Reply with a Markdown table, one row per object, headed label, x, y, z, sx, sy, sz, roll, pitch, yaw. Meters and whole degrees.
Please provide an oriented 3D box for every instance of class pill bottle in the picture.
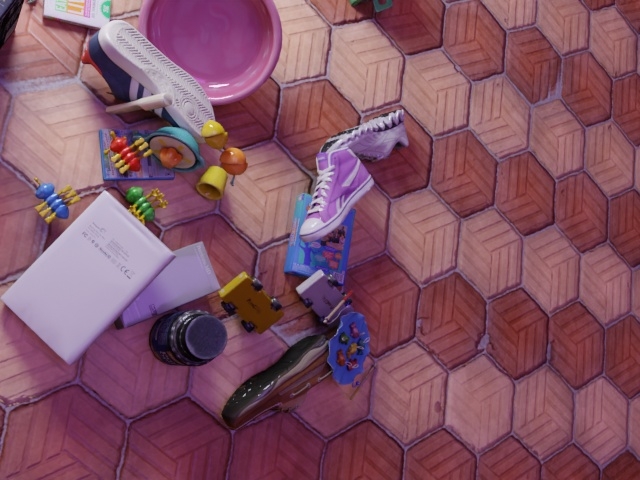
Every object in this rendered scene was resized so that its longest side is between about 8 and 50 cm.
| label | x | y | z | sx | sy | sz | roll | pitch | yaw |
| --- | --- | --- | --- | --- | --- | --- | --- | --- | --- |
| pill bottle | -0.287 | 0.213 | 1.566 | 0.123 | 0.219 | 0.122 | 5 | 80 | -28 |

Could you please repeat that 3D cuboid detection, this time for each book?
| label | x | y | z | sx | sy | sz | roll | pitch | yaw |
| --- | --- | --- | --- | --- | --- | --- | --- | --- | --- |
| book | -0.560 | -0.543 | 1.650 | 0.144 | 0.035 | 0.096 | 5 | 83 | -30 |

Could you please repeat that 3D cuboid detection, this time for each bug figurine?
| label | x | y | z | sx | sy | sz | roll | pitch | yaw |
| --- | --- | --- | --- | --- | --- | --- | --- | --- | --- |
| bug figurine | -0.480 | -0.099 | 1.585 | 0.279 | 0.072 | 0.216 | -38 | 108 | -23 |

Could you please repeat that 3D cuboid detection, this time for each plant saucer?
| label | x | y | z | sx | sy | sz | roll | pitch | yaw |
| --- | --- | --- | --- | --- | --- | --- | --- | --- | --- |
| plant saucer | -0.258 | -0.489 | 1.694 | 0.332 | 0.084 | 0.332 | -2 | 117 | -4 |

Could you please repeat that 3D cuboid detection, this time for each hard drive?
| label | x | y | z | sx | sy | sz | roll | pitch | yaw |
| --- | --- | --- | --- | --- | --- | --- | --- | --- | --- |
| hard drive | -0.481 | 0.076 | 1.492 | 0.203 | 0.040 | 0.307 | 43 | 86 | 3 |

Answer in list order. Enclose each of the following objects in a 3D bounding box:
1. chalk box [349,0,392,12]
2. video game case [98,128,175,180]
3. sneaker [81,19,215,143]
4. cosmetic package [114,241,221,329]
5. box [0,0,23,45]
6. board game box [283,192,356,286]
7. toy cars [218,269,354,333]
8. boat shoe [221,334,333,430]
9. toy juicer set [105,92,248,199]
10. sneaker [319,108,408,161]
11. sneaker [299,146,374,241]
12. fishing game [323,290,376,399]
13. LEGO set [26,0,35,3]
| label | x | y | z | sx | sy | sz | roll | pitch | yaw |
| --- | --- | --- | --- | --- | --- | --- | --- | --- | --- |
| chalk box | 0.142 | -0.751 | 2.009 | 0.132 | 0.132 | 0.213 | -30 | 97 | -29 |
| video game case | -0.427 | -0.199 | 1.674 | 0.166 | 0.015 | 0.119 | -3 | 84 | -29 |
| sneaker | -0.396 | -0.345 | 1.655 | 0.350 | 0.148 | 0.131 | 46 | 43 | -31 |
| cosmetic package | -0.360 | 0.101 | 1.612 | 0.238 | 0.107 | 0.127 | -23 | 91 | -26 |
| box | -0.698 | -0.459 | 1.432 | 0.142 | 0.247 | 0.163 | 33 | 67 | -22 |
| board game box | 0.000 | 0.000 | 1.857 | 0.160 | 0.047 | 0.210 | 17 | 74 | -25 |
| toy cars | -0.084 | 0.134 | 1.745 | 0.394 | 0.087 | 0.176 | 0 | 124 | -34 |
| boat shoe | -0.082 | 0.354 | 1.716 | 0.324 | 0.123 | 0.119 | -34 | 104 | -29 |
| toy juicer set | -0.313 | -0.216 | 1.608 | 0.329 | 0.209 | 0.089 | 36 | 56 | -25 |
| sneaker | 0.129 | -0.263 | 1.945 | 0.292 | 0.110 | 0.118 | -26 | 104 | -29 |
| sneaker | 0.008 | -0.127 | 1.790 | 0.161 | 0.102 | 0.282 | 56 | 50 | -22 |
| fishing game | 0.080 | 0.270 | 1.793 | 0.189 | 0.041 | 0.264 | -42 | 127 | -43 |
| LEGO set | -0.643 | -0.565 | 1.607 | 0.054 | 0.023 | 0.083 | 36 | 76 | -9 |
